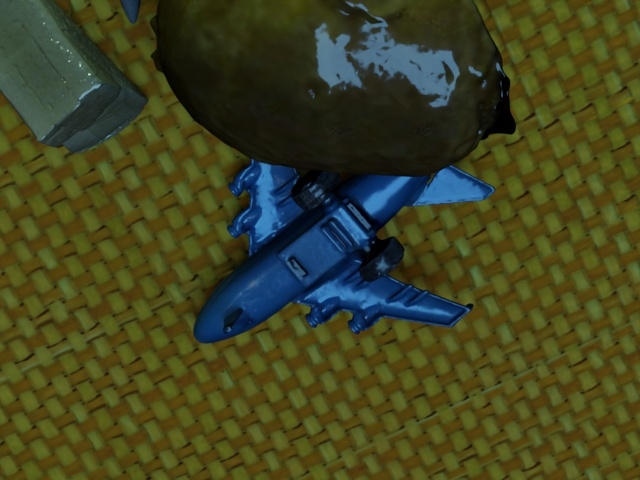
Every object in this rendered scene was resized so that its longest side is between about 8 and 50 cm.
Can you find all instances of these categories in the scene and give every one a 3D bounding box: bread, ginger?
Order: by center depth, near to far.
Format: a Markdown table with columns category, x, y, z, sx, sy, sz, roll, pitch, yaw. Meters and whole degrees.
| category | x | y | z | sx | sy | sz | roll | pitch | yaw |
| --- | --- | --- | --- | --- | --- | --- | --- | --- | --- |
| ginger | -0.006 | -0.146 | 1.409 | 0.223 | 0.269 | 0.200 | -25 | 140 | -4 |
| bread | -0.219 | -0.147 | 1.513 | 0.077 | 0.105 | 0.152 | -37 | 81 | 10 |

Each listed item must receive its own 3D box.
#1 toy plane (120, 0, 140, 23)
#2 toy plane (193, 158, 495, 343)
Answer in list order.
| category | x | y | z | sx | sy | sz | roll | pitch | yaw |
| --- | --- | --- | --- | --- | --- | --- | --- | --- | --- |
| toy plane | -0.150 | -0.292 | 1.423 | 0.212 | 0.088 | 0.267 | 0 | 127 | 9 |
| toy plane | 0.000 | 0.000 | 1.566 | 0.271 | 0.105 | 0.254 | -40 | 99 | 6 |
